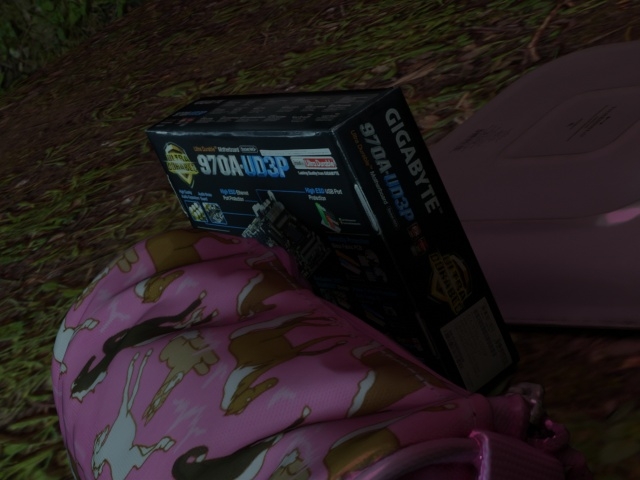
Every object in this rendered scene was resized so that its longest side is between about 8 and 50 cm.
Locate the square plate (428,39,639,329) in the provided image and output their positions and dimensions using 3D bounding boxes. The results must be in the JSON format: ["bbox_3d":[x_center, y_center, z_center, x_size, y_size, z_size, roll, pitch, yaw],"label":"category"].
[{"bbox_3d":[0.182,-0.057,0.989,0.347,0.049,0.344,-38,23,-33],"label":"square plate"}]

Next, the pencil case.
[{"bbox_3d":[-0.018,0.101,0.662,0.167,0.160,0.386,-18,16,-16],"label":"pencil case"}]

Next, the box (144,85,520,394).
[{"bbox_3d":[0.000,0.000,0.876,0.051,0.175,0.220,-35,20,-26],"label":"box"}]
